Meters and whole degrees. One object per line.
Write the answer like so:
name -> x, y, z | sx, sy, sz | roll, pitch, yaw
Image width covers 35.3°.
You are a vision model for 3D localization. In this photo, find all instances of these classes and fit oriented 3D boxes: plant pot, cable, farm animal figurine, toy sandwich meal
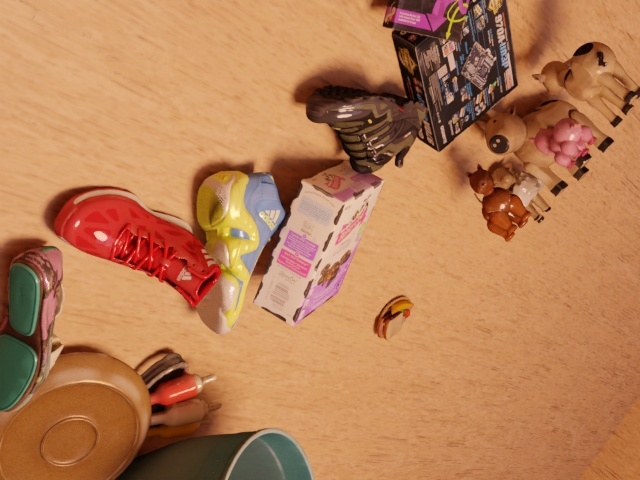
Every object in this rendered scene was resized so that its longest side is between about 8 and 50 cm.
plant pot -> -0.325, 0.252, 1.293 | 0.236, 0.032, 0.236 | -15, 123, -25
cable -> -0.266, 0.246, 1.366 | 0.287, 0.072, 0.139 | -21, 136, -35
farm animal figurine -> 0.354, -0.175, 1.599 | 0.330, 0.172, 0.327 | -50, 165, 21
toy sandwich meal -> 0.132, 0.136, 1.741 | 0.086, 0.029, 0.085 | -28, 138, -29
plant pot -> -0.176, 0.398, 1.400 | 0.272, 0.255, 0.271 | 17, 71, -60

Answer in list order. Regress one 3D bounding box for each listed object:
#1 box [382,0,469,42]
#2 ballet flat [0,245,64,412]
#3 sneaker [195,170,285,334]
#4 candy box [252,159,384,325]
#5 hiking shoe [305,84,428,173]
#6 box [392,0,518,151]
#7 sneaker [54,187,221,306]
box -> 0.149, -0.345, 1.298 | 0.116, 0.029, 0.162 | 3, 106, -34
ballet flat -> -0.335, 0.103, 1.177 | 0.079, 0.077, 0.221 | -31, 143, -57
sneaker -> -0.098, 0.013, 1.331 | 0.126, 0.091, 0.240 | -21, 134, -36
candy box -> 0.000, 0.000, 1.399 | 0.165, 0.070, 0.196 | -31, 147, -63
hiking shoe -> 0.063, -0.144, 1.361 | 0.227, 0.086, 0.114 | -1, 107, -48
box -> 0.200, -0.259, 1.454 | 0.175, 0.051, 0.220 | -41, 143, -14
sneaker -> -0.197, 0.010, 1.187 | 0.221, 0.128, 0.087 | 11, 111, -52
